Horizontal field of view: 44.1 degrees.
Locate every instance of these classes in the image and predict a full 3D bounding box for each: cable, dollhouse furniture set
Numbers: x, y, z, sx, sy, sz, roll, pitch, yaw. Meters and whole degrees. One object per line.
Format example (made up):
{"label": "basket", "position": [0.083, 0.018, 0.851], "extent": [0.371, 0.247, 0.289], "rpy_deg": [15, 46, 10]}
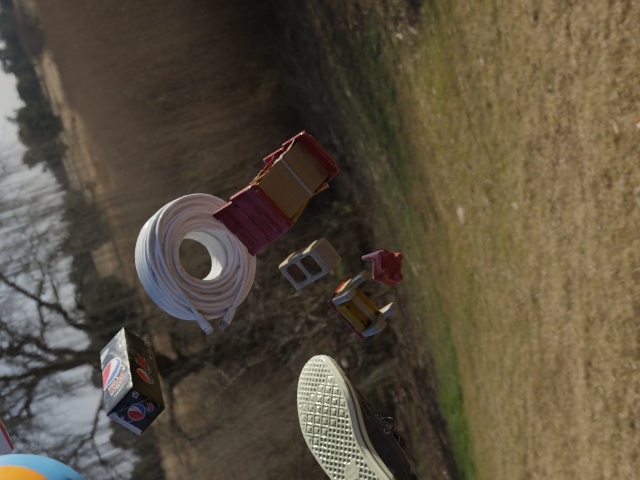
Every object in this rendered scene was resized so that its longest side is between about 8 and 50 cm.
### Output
{"label": "cable", "position": [-0.250, 0.037, 1.621], "extent": [0.257, 0.257, 0.089], "rpy_deg": [47, 144, -16]}
{"label": "dollhouse furniture set", "position": [0.000, 0.000, 1.537], "extent": [0.374, 0.201, 0.152], "rpy_deg": [48, 141, -9]}

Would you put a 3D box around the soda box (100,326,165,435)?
{"label": "soda box", "position": [-0.259, 0.188, 1.081], "extent": [0.060, 0.053, 0.169], "rpy_deg": [40, -175, -27]}

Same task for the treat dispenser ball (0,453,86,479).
{"label": "treat dispenser ball", "position": [-0.456, 0.463, 1.165], "extent": [0.288, 0.288, 0.288], "rpy_deg": [160, 90, -76]}

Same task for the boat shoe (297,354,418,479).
{"label": "boat shoe", "position": [0.096, 0.498, 1.918], "extent": [0.187, 0.156, 0.500], "rpy_deg": [-50, 53, 24]}

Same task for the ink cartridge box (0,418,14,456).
{"label": "ink cartridge box", "position": [-0.709, 0.385, 1.590], "extent": [0.128, 0.127, 0.176], "rpy_deg": [65, 157, -8]}
